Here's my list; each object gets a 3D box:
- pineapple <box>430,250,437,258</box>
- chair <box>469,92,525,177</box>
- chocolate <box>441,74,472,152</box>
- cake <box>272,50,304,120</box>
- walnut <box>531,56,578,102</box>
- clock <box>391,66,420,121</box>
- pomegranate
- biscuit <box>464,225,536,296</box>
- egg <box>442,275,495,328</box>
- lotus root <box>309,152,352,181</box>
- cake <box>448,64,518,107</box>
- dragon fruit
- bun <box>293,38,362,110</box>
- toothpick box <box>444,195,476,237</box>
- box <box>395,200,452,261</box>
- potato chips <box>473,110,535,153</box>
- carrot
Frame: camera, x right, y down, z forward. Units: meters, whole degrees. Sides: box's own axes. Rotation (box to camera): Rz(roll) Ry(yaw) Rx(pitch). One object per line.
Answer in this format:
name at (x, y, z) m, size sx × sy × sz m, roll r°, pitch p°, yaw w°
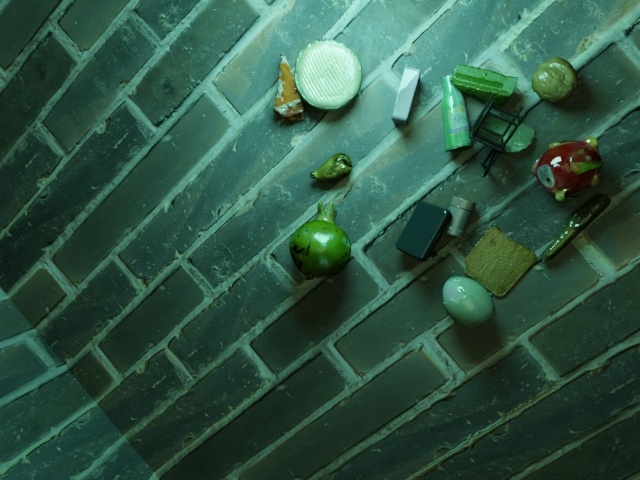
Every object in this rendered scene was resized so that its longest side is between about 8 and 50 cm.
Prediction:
pineapple at (0.457, 0.018, 1.718) m, size 0.058 × 0.058 × 0.124 m, roll -33°, pitch 92°, yaw 14°
chair at (0.632, -0.389, 1.529) m, size 0.142 × 0.154 × 0.260 m, roll 27°, pitch 127°, yaw 5°
chocolate at (0.530, -0.501, 1.611) m, size 0.110 × 0.110 × 0.290 m, roll -8°, pitch 93°, yaw 12°
cake at (-0.151, -0.647, 1.722) m, size 0.135 × 0.098 × 0.287 m, roll -9°, pitch 96°, yaw 12°
walnut at (0.868, -0.591, 1.508) m, size 0.167 × 0.149 × 0.166 m, roll 0°, pitch 89°, yaw -15°
clock at (0.340, -0.564, 1.611) m, size 0.063 × 0.150 × 0.197 m, roll 17°, pitch 100°, yaw 12°
pomegranate at (0.000, 0.000, 1.719) m, size 0.261 × 0.260 × 0.340 m, roll 4°, pitch 85°, yaw 11°
biscuit at (0.734, 0.090, 1.695) m, size 0.232 × 0.013 × 0.236 m, roll 36°, pitch 102°, yaw 4°
egg at (0.593, 0.243, 1.662) m, size 0.183 × 0.183 × 0.217 m, roll -34°, pitch 76°, yaw 14°
lotus root at (0.046, -0.303, 1.740) m, size 0.191 × 0.094 × 0.108 m, roll -21°, pitch 70°, yaw 22°
cake at (0.620, -0.602, 1.541) m, size 0.236 × 0.099 × 0.100 m, roll 24°, pitch 79°, yaw -5°
dragon fruit at (0.926, -0.268, 1.514) m, size 0.227 × 0.224 × 0.223 m, roll -16°, pitch 95°, yaw 1°
bun at (0.033, -0.666, 1.660) m, size 0.288 × 0.146 × 0.287 m, roll 1°, pitch 100°, yaw 8°
toothpick box at (0.560, -0.097, 1.659) m, size 0.099 × 0.098 × 0.148 m, roll 19°, pitch 101°, yaw 8°
box at (0.417, -0.040, 1.665) m, size 0.160 × 0.050 × 0.230 m, roll 31°, pitch 93°, yaw 48°
potato chips at (0.719, -0.433, 1.600) m, size 0.228 × 0.059 × 0.167 m, roll 40°, pitch 111°, yaw -6°
carrot at (0.990, -0.043, 1.601) m, size 0.070 × 0.070 × 0.342 m, roll 40°, pitch 104°, yaw 4°
